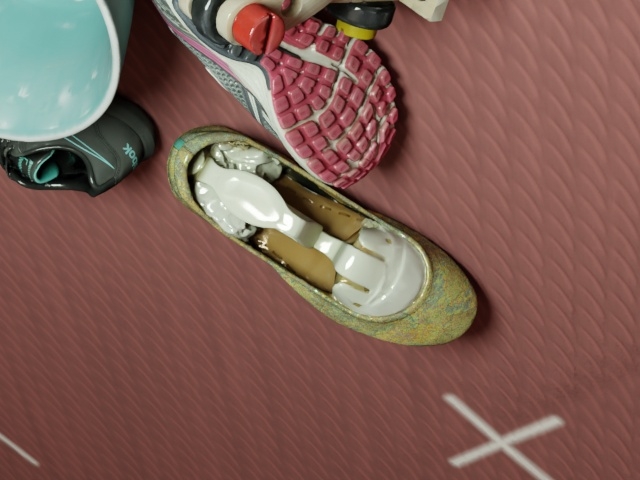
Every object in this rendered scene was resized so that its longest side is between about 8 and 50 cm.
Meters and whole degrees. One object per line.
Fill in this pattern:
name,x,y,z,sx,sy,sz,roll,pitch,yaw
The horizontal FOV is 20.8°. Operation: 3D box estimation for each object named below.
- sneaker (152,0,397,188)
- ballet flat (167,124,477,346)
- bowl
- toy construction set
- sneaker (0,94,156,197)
sneaker,-0.042,-0.172,1.579,0.299,0.121,0.112,49,166,-26
ballet flat,0.000,0.000,1.712,0.349,0.123,0.123,32,142,-1
bowl,-0.288,-0.257,1.571,0.312,0.163,0.311,16,141,14
toy construction set,0.051,-0.263,1.353,0.237,0.257,0.309,2,-176,-43
sneaker,-0.305,-0.119,1.787,0.267,0.106,0.101,16,142,17
